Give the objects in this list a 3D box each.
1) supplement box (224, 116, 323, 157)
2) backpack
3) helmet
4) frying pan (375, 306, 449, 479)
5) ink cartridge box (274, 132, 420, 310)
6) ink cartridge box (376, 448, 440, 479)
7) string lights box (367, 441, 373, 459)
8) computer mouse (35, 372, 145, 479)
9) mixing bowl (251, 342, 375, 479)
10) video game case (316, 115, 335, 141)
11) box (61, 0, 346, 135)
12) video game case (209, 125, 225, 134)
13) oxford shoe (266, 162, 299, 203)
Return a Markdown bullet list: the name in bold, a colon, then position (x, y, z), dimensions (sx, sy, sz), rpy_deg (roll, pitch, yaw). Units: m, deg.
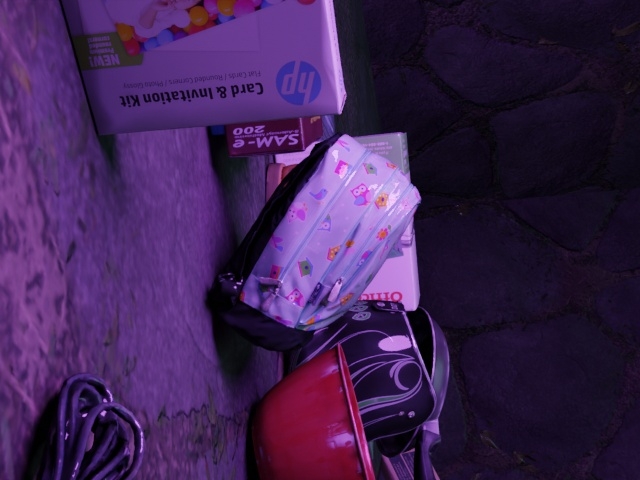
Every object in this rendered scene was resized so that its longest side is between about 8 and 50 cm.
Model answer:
- **supplement box**: position (-0.050, -0.201, 0.755), dimensions (0.130, 0.073, 0.240), rpy_deg (-58, 142, -76)
- **backpack**: position (0.000, 0.000, 0.729), dimensions (0.182, 0.115, 0.152), rpy_deg (-55, -177, 12)
- **helmet**: position (0.040, 0.155, 0.984), dimensions (0.169, 0.161, 0.170), rpy_deg (-20, 90, -86)
- **frying pan**: position (0.129, 0.193, 1.037), dimensions (0.326, 0.053, 0.197), rpy_deg (-146, -109, -75)
- **ink cartridge box**: position (0.037, -0.018, 1.061), dimensions (0.092, 0.160, 0.220), rpy_deg (-45, 129, -78)
- **ink cartridge box**: position (0.163, 0.521, 1.508), dimensions (0.193, 0.088, 0.235), rpy_deg (-118, -151, -51)
- **string lights box**: position (0.037, 0.176, 1.243), dimensions (0.260, 0.076, 0.133), rpy_deg (-86, 168, -49)
- **computer mouse**: position (-0.083, 0.215, 0.393), dimensions (0.188, 0.072, 0.272), rpy_deg (-81, 164, -64)
- **mixing bowl**: position (-0.007, 0.196, 0.797), dimensions (0.181, 0.098, 0.182), rpy_deg (-14, 90, -87)
- **video game case**: position (0.001, -0.206, 1.414), dimensions (0.196, 0.026, 0.274), rpy_deg (48, 37, -77)
- **box**: position (-0.070, -0.154, 0.449), dimensions (0.038, 0.145, 0.186), rpy_deg (-76, 160, -60)
- **video game case**: position (-0.089, -0.180, 0.789), dimensions (0.166, 0.015, 0.119), rpy_deg (-78, 162, -64)
- **oxford shoe**: position (-0.020, 0.010, 0.958), dimensions (0.076, 0.076, 0.212), rpy_deg (62, 26, -75)
